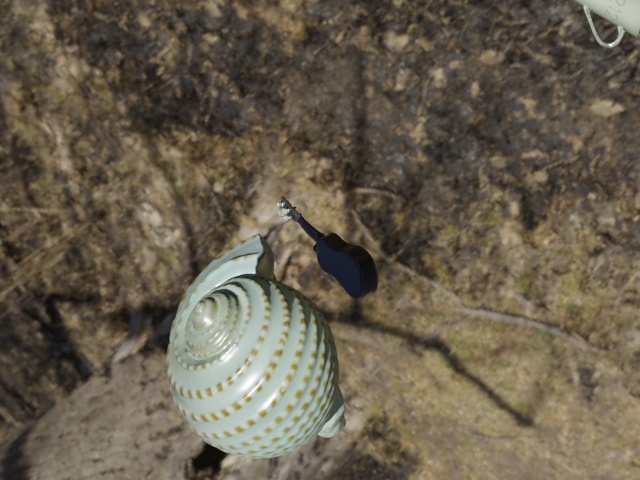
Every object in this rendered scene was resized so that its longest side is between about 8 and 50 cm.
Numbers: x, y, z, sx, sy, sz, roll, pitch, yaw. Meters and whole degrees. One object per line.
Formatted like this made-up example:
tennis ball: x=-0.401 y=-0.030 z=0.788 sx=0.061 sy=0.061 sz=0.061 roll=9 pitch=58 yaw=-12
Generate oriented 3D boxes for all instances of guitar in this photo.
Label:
guitar: x=-0.002 y=0.000 z=1.398 sx=0.271 sy=0.038 sz=0.083 roll=40 pitch=143 yaw=43

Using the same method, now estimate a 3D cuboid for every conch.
conch: x=-0.093 y=0.161 z=1.152 sx=0.303 sy=0.215 sz=0.319 roll=-115 pitch=10 yaw=-47

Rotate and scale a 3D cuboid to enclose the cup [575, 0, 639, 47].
cup: x=0.314 y=-0.249 z=0.924 sx=0.083 sy=0.054 sz=0.074 roll=35 pitch=129 yaw=22
